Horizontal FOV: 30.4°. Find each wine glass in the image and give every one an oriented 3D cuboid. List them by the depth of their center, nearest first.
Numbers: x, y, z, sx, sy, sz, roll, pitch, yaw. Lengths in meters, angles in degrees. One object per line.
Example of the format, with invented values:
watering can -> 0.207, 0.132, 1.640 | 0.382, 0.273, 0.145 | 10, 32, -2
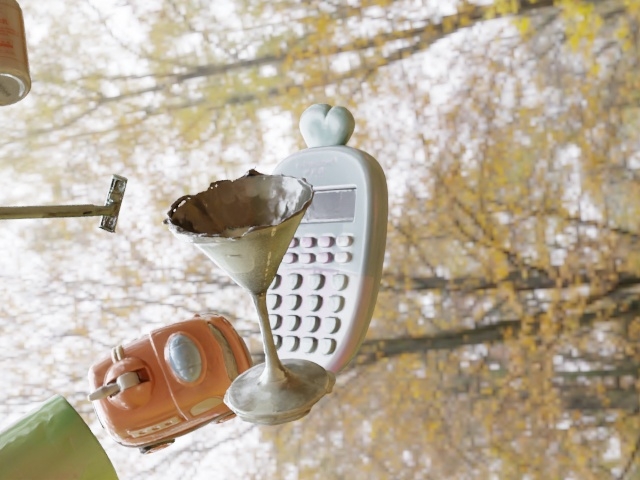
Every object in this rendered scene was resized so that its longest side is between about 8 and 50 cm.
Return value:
wine glass -> -0.046, 0.048, 0.945 | 0.122, 0.122, 0.183 | -51, -44, -52

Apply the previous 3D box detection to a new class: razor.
razor -> -0.347, -0.039, 1.554 | 0.211, 0.036, 0.084 | -8, -57, -48

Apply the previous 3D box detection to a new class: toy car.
toy car -> -0.246, 0.222, 1.898 | 0.212, 0.270, 0.180 | 78, 169, -75

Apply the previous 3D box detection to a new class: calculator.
calculator -> 0.000, 0.000, 1.254 | 0.041, 0.185, 0.299 | 11, -100, -41

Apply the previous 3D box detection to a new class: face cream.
face cream -> -0.516, -0.337, 1.858 | 0.101, 0.101, 0.252 | 36, -146, -54

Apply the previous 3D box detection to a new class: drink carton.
drink carton -> -0.265, 0.226, 1.064 | 0.142, 0.146, 0.144 | -33, -29, -25
